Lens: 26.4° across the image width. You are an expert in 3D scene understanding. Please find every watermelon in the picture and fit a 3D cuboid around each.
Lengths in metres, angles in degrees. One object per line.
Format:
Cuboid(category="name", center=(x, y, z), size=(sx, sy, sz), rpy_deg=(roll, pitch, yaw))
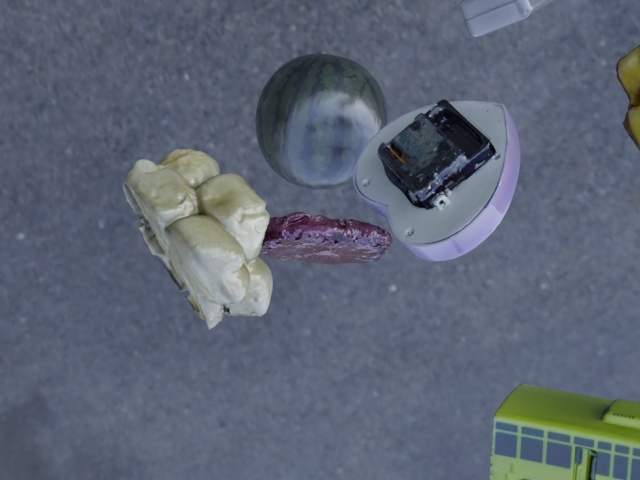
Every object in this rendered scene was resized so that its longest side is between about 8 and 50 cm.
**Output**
Cuboid(category="watermelon", center=(0.002, -0.181, 2.097), size=(0.212, 0.212, 0.212), rpy_deg=(-16, 143, -12))

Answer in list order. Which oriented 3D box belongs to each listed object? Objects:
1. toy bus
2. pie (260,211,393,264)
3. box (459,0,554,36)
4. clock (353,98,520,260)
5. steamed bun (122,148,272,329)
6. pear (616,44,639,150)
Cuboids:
Cuboid(category="toy bus", center=(0.348, 0.269, 1.682), size=(0.128, 0.262, 0.150), rpy_deg=(-29, 123, -61))
Cuboid(category="pie", center=(0.000, 0.000, 1.465), size=(0.154, 0.036, 0.154), rpy_deg=(3, 168, 1))
Cuboid(category="box", center=(0.284, -0.339, 1.815), size=(0.103, 0.055, 0.243), rpy_deg=(-17, -168, 41))
Cuboid(category="clock", center=(0.122, -0.081, 1.387), size=(0.172, 0.198, 0.064), rpy_deg=(-41, 133, 3))
Cuboid(category="steamed bun", center=(-0.109, -0.003, 1.404), size=(0.106, 0.192, 0.177), rpy_deg=(-33, 139, -14))
Cuboid(category="pear", center=(0.515, -0.118, 1.426), size=(0.386, 0.340, 0.191), rpy_deg=(27, 129, -24))
